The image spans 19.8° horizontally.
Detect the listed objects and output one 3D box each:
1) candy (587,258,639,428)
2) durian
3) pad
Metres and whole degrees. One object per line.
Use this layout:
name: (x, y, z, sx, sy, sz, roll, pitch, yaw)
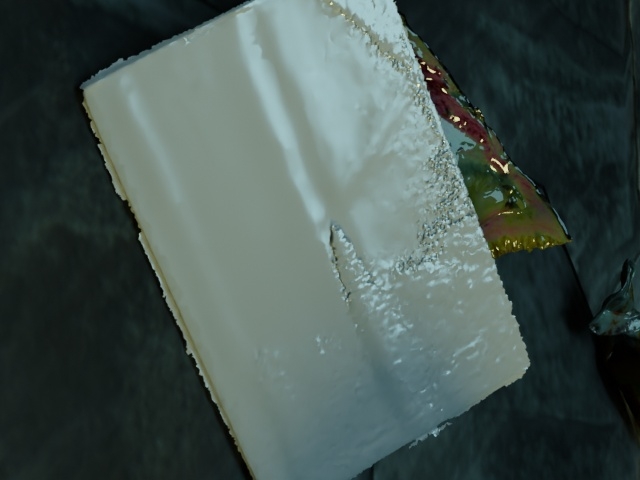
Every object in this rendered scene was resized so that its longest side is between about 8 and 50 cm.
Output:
candy: (0.215, 0.086, 1.213, 0.182, 0.046, 0.053, 60, 33, -38)
durian: (0.015, -0.041, 0.906, 0.108, 0.119, 0.186, -47, 116, -8)
pad: (0.000, 0.000, 0.838, 0.156, 0.004, 0.232, -28, 109, -18)
